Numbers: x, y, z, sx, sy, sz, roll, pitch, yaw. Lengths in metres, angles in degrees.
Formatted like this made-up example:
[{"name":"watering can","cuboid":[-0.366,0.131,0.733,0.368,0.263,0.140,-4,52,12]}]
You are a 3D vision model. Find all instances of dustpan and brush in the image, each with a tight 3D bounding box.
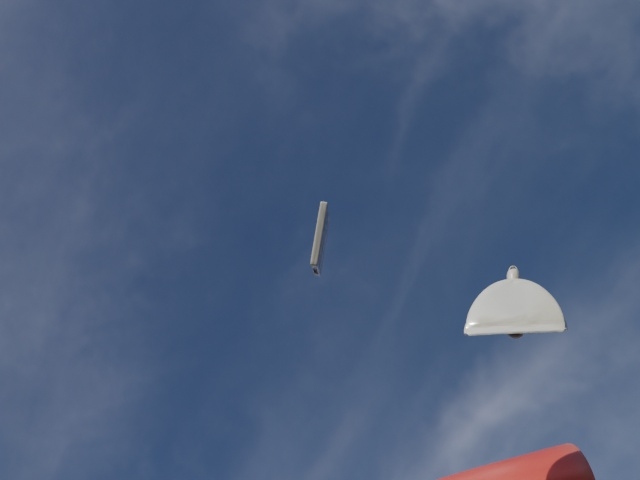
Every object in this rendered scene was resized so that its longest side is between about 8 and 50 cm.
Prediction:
[{"name":"dustpan and brush","cuboid":[0.294,0.089,1.461,0.147,0.211,0.060,-3,-52,12]}]

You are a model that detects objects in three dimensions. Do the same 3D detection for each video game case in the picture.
[{"name":"video game case","cuboid":[0.000,0.000,1.326,0.011,0.122,0.087,9,-98,3]}]

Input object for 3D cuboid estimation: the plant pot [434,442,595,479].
[{"name":"plant pot","cuboid":[0.301,0.470,1.527,0.243,0.275,0.275,-6,-61,-1]}]
